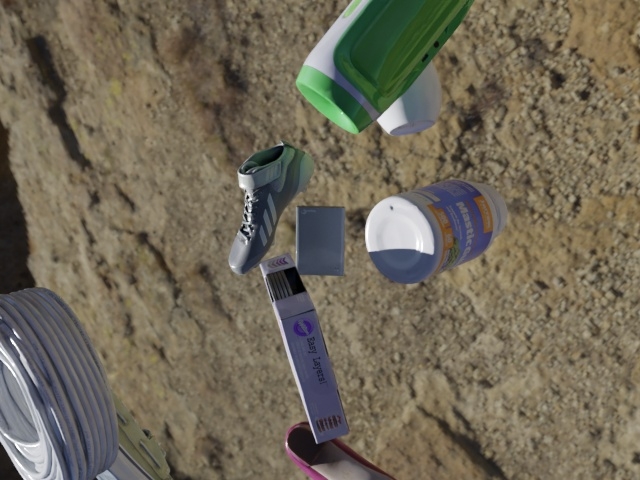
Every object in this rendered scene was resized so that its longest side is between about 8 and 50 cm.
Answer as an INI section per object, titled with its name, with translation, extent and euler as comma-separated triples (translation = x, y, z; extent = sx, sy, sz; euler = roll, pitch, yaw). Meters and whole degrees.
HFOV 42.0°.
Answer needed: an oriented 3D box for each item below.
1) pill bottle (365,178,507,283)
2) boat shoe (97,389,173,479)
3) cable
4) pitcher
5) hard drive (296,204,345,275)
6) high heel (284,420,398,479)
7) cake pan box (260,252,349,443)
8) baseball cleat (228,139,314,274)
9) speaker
[pill bottle]
translation = 0.215, -0.026, 1.463
extent = 0.152, 0.272, 0.152
euler = 14, 111, 39
[boat shoe]
translation = -0.271, 0.318, 1.209
extent = 0.109, 0.094, 0.302
euler = 0, 131, 42
[cable]
translation = -0.342, 0.184, 1.015
extent = 0.257, 0.089, 0.257
euler = 45, 137, 23
[pitcher]
translation = 0.138, -0.287, 1.451
extent = 0.178, 0.125, 0.207
euler = 54, -155, -81
[hard drive]
translation = 0.000, 0.000, 1.616
extent = 0.094, 0.022, 0.135
euler = 1, 101, 3
[high heel]
translation = 0.084, 0.508, 1.726
extent = 0.377, 0.127, 0.181
euler = 43, 173, 10
[cake pan box]
translation = -0.031, 0.178, 1.463
extent = 0.246, 0.070, 0.267
euler = -123, 16, -64
[baseball cleat]
translation = -0.095, -0.051, 1.203
extent = 0.072, 0.109, 0.206
euler = 36, 97, 48
[speaker]
translation = 0.101, -0.288, 1.102
extent = 0.131, 0.296, 0.131
euler = 39, 177, 2
